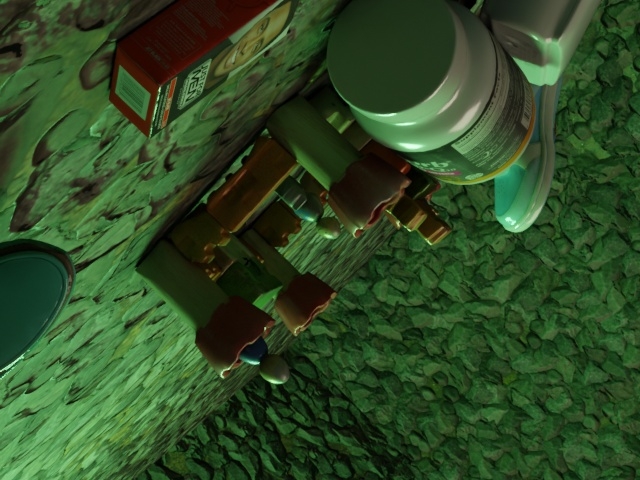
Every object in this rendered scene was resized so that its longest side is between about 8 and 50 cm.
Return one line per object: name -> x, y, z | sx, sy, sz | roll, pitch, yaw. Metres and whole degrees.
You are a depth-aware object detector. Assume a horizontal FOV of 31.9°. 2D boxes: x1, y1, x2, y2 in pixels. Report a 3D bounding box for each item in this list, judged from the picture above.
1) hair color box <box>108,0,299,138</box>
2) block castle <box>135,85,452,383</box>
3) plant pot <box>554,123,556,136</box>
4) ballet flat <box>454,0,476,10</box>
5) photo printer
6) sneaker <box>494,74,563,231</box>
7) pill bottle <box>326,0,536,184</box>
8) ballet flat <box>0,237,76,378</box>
hair color box -> -0.076, -0.138, 0.763 | 0.141, 0.043, 0.072 | -43, 172, -27
block castle -> 0.000, 0.000, 1.374 | 0.303, 0.213, 0.453 | -47, 173, 9
plant pot -> 0.280, -0.220, 1.973 | 0.188, 0.205, 0.205 | -31, -178, 29
ballet flat -> 0.183, -0.322, 1.272 | 0.250, 0.058, 0.084 | -47, 158, -41
photo printer -> 0.288, -0.341, 1.244 | 0.307, 0.107, 0.256 | -63, 170, 1
sneaker -> 0.259, -0.181, 1.757 | 0.127, 0.208, 0.319 | 162, -62, -66
pill bottle -> 0.119, -0.159, 1.166 | 0.162, 0.162, 0.278 | -47, 157, 11
ballet flat -> -0.273, 0.081, 0.811 | 0.247, 0.083, 0.087 | -46, -162, 6
